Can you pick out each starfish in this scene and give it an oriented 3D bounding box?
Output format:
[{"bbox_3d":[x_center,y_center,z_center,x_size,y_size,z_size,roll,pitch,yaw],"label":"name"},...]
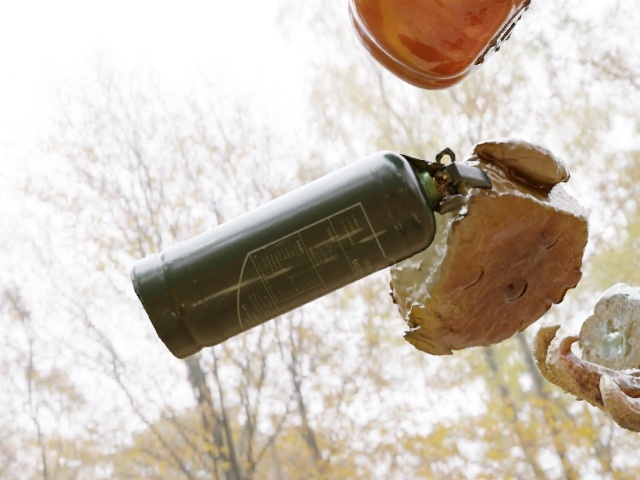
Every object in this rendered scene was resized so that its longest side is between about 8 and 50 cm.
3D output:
[{"bbox_3d":[0.269,0.124,0.931,0.238,0.216,0.071,6,-72,-46],"label":"starfish"}]

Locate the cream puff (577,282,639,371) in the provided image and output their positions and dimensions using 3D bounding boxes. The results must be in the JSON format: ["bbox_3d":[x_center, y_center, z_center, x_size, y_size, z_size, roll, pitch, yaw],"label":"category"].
[{"bbox_3d":[0.366,0.121,1.416,0.116,0.146,0.146,26,-53,-39],"label":"cream puff"}]

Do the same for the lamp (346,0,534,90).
[{"bbox_3d":[0.107,-0.235,1.132,0.187,0.164,0.187,-47,-6,-7],"label":"lamp"}]

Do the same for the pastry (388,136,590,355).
[{"bbox_3d":[0.160,0.011,1.202,0.229,0.100,0.218,-43,-41,5],"label":"pastry"}]

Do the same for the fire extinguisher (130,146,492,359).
[{"bbox_3d":[0.000,0.000,1.072,0.311,0.095,0.114,-25,-22,4],"label":"fire extinguisher"}]
